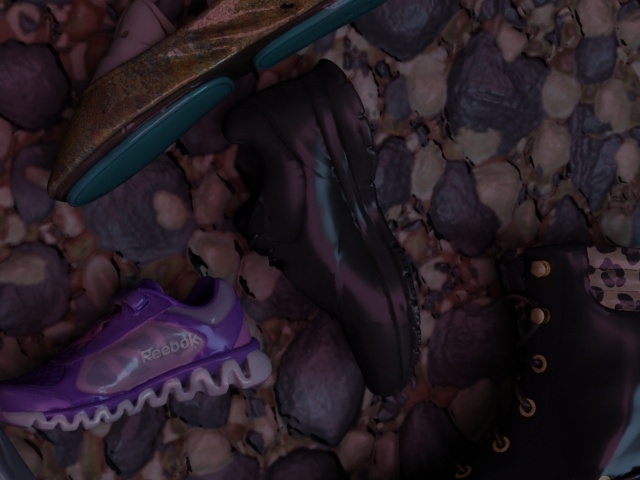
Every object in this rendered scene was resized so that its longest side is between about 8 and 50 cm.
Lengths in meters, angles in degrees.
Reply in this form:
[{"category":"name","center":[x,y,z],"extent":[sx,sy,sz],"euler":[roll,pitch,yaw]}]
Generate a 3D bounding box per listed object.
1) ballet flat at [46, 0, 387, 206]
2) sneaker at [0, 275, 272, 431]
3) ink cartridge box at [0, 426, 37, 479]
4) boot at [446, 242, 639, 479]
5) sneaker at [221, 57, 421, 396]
[{"category":"ballet flat","center":[-0.086,-0.162,1.235],"extent":[0.348,0.123,0.123],"euler":[-35,110,1]},{"category":"sneaker","center":[-0.157,0.087,1.278],"extent":[0.236,0.095,0.104],"euler":[-14,100,-25]},{"category":"ink cartridge box","center":[-0.353,0.264,1.185],"extent":[0.307,0.223,0.129],"euler":[-34,111,-8]},{"category":"boot","center":[0.172,0.149,1.357],"extent":[0.377,0.138,0.284],"euler":[-1,83,4]},{"category":"sneaker","center":[0.000,0.000,1.313],"extent":[0.130,0.109,0.286],"euler":[-18,99,-5]}]
